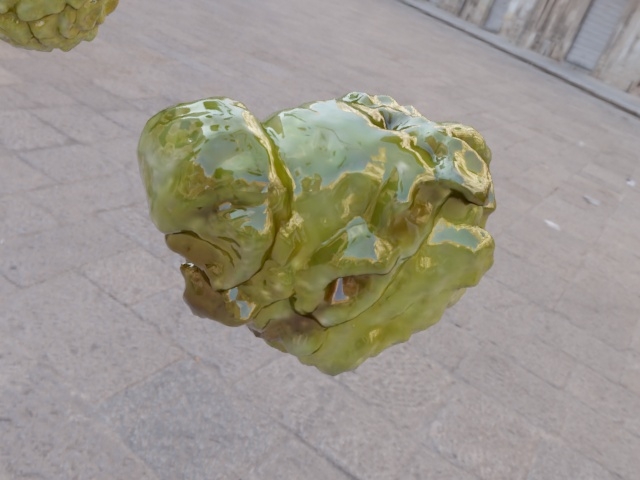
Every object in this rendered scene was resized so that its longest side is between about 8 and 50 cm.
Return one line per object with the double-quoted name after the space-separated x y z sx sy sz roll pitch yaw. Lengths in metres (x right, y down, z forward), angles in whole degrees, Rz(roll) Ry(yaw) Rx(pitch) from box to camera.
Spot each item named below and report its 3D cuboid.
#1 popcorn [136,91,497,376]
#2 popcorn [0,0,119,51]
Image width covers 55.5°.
0.000 0.000 0.494 0.286 0.225 0.174 -4 30 -25 "popcorn"
-0.405 -0.406 0.886 0.270 0.224 0.258 -11 72 -32 "popcorn"
